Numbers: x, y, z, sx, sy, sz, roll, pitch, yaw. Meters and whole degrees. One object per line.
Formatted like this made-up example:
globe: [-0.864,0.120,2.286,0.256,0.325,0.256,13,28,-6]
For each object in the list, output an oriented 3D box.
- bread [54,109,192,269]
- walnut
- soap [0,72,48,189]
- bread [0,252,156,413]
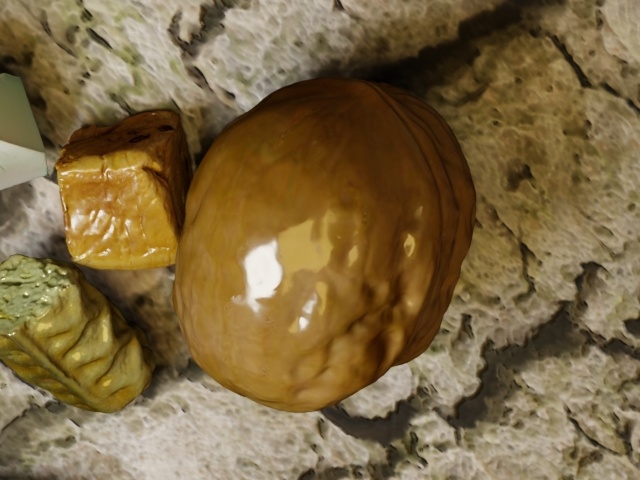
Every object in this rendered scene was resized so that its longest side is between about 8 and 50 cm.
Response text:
bread: [-0.229,-0.058,1.705,0.143,0.149,0.158,-8,120,4]
walnut: [0.000,0.000,1.633,0.308,0.354,0.398,27,115,19]
soap: [-0.460,-0.097,1.614,0.289,0.173,0.095,-19,72,-14]
bread: [-0.306,0.122,1.750,0.152,0.130,0.268,-9,146,23]
